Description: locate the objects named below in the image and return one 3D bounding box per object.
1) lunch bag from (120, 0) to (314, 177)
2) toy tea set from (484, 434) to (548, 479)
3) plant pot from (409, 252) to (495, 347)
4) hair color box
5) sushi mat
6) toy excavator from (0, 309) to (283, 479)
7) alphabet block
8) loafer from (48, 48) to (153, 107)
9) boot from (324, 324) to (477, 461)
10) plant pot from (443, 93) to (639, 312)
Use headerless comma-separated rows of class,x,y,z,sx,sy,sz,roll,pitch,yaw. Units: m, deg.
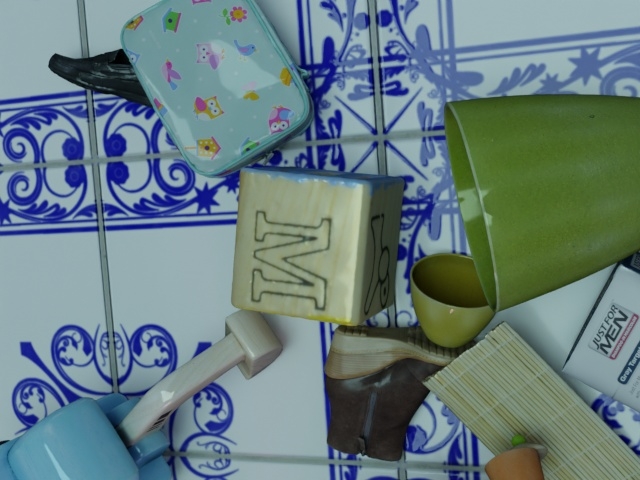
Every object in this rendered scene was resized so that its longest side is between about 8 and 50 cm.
lunch bag,-0.143,-0.241,1.334,0.224,0.108,0.279,-30,88,0
toy tea set,0.174,0.366,1.261,0.336,0.200,0.124,-29,51,16
plant pot,0.186,0.093,1.265,0.134,0.134,0.095,18,124,18
hair color box,0.510,0.166,1.144,0.347,0.105,0.174,28,113,15
sushi mat,0.303,0.262,1.241,0.316,0.019,0.151,45,108,-6
toy excavator,-0.300,0.304,1.379,0.222,0.433,0.445,56,137,13
alphabet block,0.000,0.000,1.281,0.193,0.192,0.197,8,97,21
loafer,-0.330,-0.270,1.436,0.223,0.076,0.078,17,96,13
boot,0.127,0.233,1.331,0.248,0.090,0.207,7,112,15
plant pot,0.331,-0.076,1.133,0.293,0.275,0.275,-14,91,4
